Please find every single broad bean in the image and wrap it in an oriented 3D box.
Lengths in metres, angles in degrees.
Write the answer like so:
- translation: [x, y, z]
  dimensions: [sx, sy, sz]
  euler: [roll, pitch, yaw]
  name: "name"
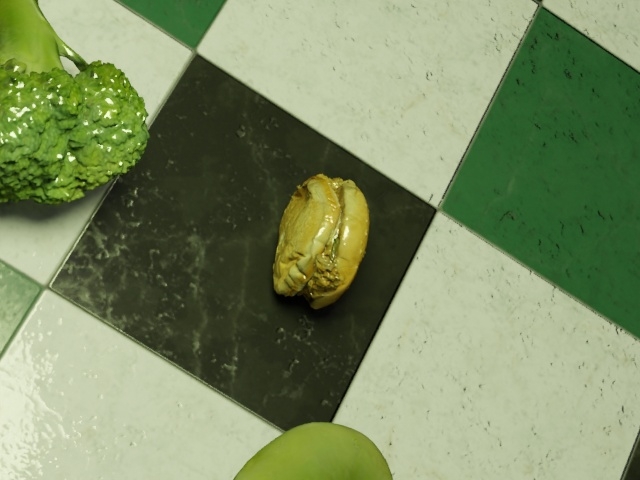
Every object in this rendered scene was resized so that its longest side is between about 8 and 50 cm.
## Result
- translation: [-0.018, 0.310, 1.598]
  dimensions: [0.189, 0.121, 0.263]
  euler: [35, 47, -1]
  name: "broad bean"

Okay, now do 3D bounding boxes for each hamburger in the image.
- translation: [0.000, 0.000, 1.690]
  dimensions: [0.083, 0.138, 0.147]
  euler: [13, 61, -16]
  name: "hamburger"

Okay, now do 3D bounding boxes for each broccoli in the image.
- translation: [-0.348, -0.143, 1.607]
  dimensions: [0.254, 0.186, 0.302]
  euler: [-24, 41, -28]
  name: "broccoli"
